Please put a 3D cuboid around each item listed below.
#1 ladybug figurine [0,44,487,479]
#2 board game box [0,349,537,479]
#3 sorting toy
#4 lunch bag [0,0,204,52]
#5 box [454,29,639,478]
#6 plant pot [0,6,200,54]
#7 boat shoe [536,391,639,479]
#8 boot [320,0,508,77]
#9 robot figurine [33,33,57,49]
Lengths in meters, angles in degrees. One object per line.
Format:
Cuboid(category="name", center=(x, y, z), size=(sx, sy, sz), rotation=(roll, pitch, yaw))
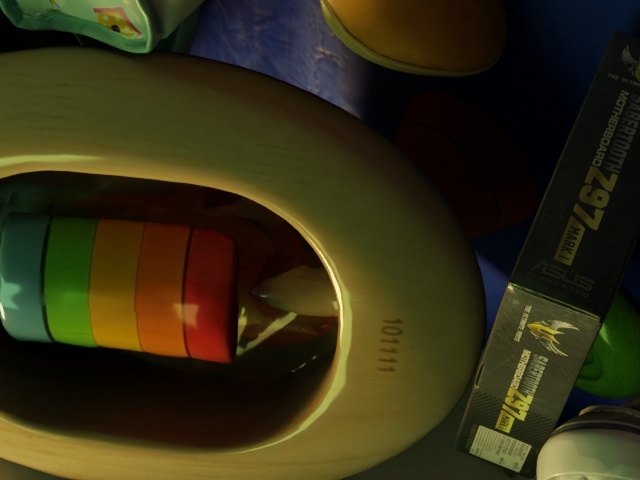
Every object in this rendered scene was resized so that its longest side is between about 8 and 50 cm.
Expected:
Cuboid(category="ladybug figurine", center=(-0.115, 0.008, 1.098), size=(0.449, 0.162, 0.305), rotation=(9, 119, 5))
Cuboid(category="board game box", center=(-0.043, 0.163, 1.220), size=(0.390, 0.390, 0.050), rotation=(60, 153, 18))
Cuboid(category="sorting toy", center=(0.140, 0.074, 1.216), size=(0.365, 0.126, 0.127), rotation=(53, 157, -9))
Cuboid(category="lunch bag", center=(-0.120, -0.277, 0.990), size=(0.160, 0.223, 0.262), rotation=(14, 140, 42))
Cuboid(category="box", center=(0.149, 0.015, 1.022), size=(0.059, 0.183, 0.233), rotation=(21, 151, 7))
Cuboid(category="plant pot", center=(-0.279, -0.159, 1.380), size=(0.341, 0.341, 0.334), rotation=(47, 166, 2))
Cuboid(category="boat shoe", center=(0.214, 0.139, 1.075), size=(0.109, 0.094, 0.302), rotation=(2, 164, 27))
Cuboid(category="boot", center=(0.069, -0.199, 0.925), size=(0.211, 0.104, 0.295), rotation=(-29, 143, 36))
Cuboid(category="robot figurine", center=(-0.279, -0.133, 1.639), size=(0.219, 0.128, 0.158), rotation=(34, 164, 29))
